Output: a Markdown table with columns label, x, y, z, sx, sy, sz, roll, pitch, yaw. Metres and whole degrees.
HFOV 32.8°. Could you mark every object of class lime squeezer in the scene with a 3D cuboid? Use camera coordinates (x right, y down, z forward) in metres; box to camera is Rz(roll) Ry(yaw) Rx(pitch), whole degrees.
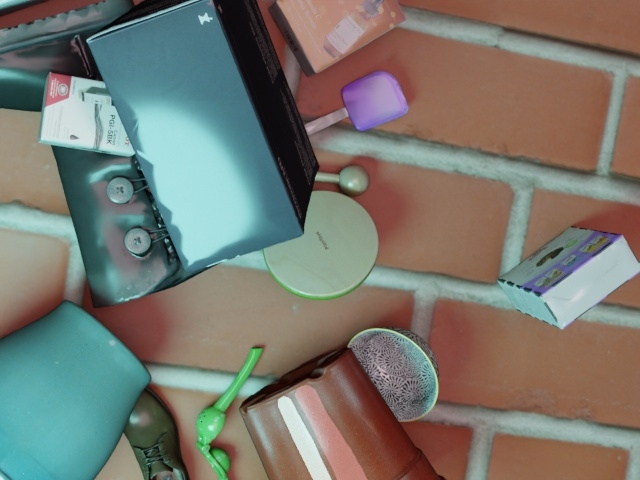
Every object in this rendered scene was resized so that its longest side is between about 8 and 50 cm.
| label | x | y | z | sx | sy | sz | roll | pitch | yaw |
| --- | --- | --- | --- | --- | --- | --- | --- | --- | --- |
| lime squeezer | -0.152 | 0.331 | 1.771 | 0.110 | 0.059 | 0.310 | -3 | 95 | -43 |

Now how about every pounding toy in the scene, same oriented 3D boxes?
| label | x | y | z | sx | sy | sz | roll | pitch | yaw |
| --- | --- | --- | --- | --- | --- | --- | --- | --- | --- |
| pounding toy | 0.000 | 0.000 | 1.754 | 0.183 | 0.110 | 0.237 | -1 | 65 | 0 |

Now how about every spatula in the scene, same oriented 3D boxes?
| label | x | y | z | sx | sy | sz | roll | pitch | yaw |
| --- | --- | --- | --- | --- | --- | --- | --- | --- | --- |
| spatula | -0.005 | -0.188 | 1.759 | 0.296 | 0.030 | 0.084 | -24 | 98 | -8 |

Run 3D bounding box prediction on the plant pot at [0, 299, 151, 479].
| label | x | y | z | sx | sy | sz | roll | pitch | yaw |
| --- | --- | --- | --- | --- | --- | --- | --- | --- | --- |
| plant pot | -0.400 | 0.238 | 1.615 | 0.271 | 0.271 | 0.255 | 45 | 71 | -11 |

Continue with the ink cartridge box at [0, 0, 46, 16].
| label | x | y | z | sx | sy | sz | roll | pitch | yaw |
| --- | --- | --- | --- | --- | --- | --- | --- | --- | --- |
| ink cartridge box | -0.464 | -0.503 | 1.589 | 0.223 | 0.129 | 0.307 | -19 | 98 | -2 |

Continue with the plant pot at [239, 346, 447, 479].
| label | x | y | z | sx | sy | sz | roll | pitch | yaw |
| --- | --- | --- | --- | --- | --- | --- | --- | --- | --- |
| plant pot | 0.020 | 0.328 | 1.703 | 0.272 | 0.272 | 0.265 | -28 | 91 | -7 |

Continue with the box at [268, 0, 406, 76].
| label | x | y | z | sx | sy | sz | roll | pitch | yaw |
| --- | --- | --- | --- | --- | --- | --- | --- | --- | --- |
| box | 0.025 | -0.359 | 1.720 | 0.170 | 0.091 | 0.130 | -32 | 99 | -6 |

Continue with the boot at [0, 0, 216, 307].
| label | x | y | z | sx | sy | sz | roll | pitch | yaw |
| --- | --- | --- | --- | --- | --- | --- | --- | --- | --- |
| boot | -0.386 | -0.107 | 1.648 | 0.367 | 0.146 | 0.445 | -18 | 102 | -7 |

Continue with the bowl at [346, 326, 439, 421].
| label | x | y | z | sx | sy | sz | roll | pitch | yaw |
| --- | --- | --- | --- | --- | --- | --- | --- | --- | --- |
| bowl | 0.130 | 0.204 | 1.778 | 0.170 | 0.080 | 0.170 | 14 | 118 | 27 |

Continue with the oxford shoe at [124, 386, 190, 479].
| label | x | y | z | sx | sy | sz | roll | pitch | yaw |
| --- | --- | --- | --- | --- | --- | --- | --- | --- | --- |
| oxford shoe | -0.258 | 0.330 | 1.721 | 0.082 | 0.096 | 0.227 | -25 | 97 | -6 |

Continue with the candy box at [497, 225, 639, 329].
| label | x | y | z | sx | sy | sz | roll | pitch | yaw |
| --- | --- | --- | --- | --- | --- | --- | --- | --- | --- |
| candy box | 0.402 | 0.056 | 1.771 | 0.165 | 0.196 | 0.070 | -36 | 101 | -6 |

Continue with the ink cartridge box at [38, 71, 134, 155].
| label | x | y | z | sx | sy | sz | roll | pitch | yaw |
| --- | --- | --- | --- | --- | --- | --- | --- | --- | --- |
| ink cartridge box | -0.327 | -0.179 | 1.552 | 0.135 | 0.056 | 0.099 | 7 | 89 | -19 |

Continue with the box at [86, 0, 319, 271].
| label | x | y | z | sx | sy | sz | roll | pitch | yaw |
| --- | --- | --- | --- | --- | --- | --- | --- | --- | --- |
| box | -0.149 | -0.184 | 1.538 | 0.179 | 0.312 | 0.343 | -18 | 108 | 10 |
